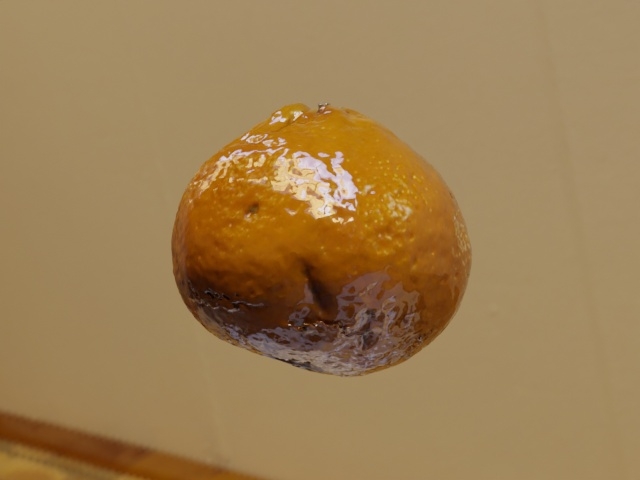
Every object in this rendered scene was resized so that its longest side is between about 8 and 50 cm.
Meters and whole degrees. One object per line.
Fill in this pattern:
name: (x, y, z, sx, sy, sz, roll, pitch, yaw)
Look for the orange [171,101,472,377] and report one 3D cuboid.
orange: (0.002, 0.000, 0.765, 0.135, 0.136, 0.117, 22, -88, 49)
